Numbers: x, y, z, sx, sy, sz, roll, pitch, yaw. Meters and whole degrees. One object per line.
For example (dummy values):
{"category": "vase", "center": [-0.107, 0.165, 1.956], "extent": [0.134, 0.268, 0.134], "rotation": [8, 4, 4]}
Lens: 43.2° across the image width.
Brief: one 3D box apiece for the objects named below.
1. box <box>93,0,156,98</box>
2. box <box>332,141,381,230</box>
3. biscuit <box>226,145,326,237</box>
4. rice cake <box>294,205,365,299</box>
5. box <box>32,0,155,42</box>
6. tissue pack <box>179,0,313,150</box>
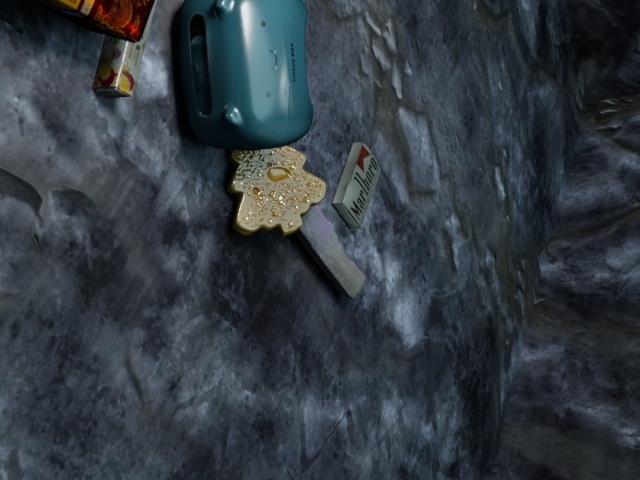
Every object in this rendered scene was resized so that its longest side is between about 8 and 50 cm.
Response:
{"category": "box", "center": [-0.300, -0.320, 1.251], "extent": [0.041, 0.050, 0.207], "rotation": [32, 65, -56]}
{"category": "box", "center": [0.087, -0.128, 1.906], "extent": [0.115, 0.036, 0.177], "rotation": [50, 51, -47]}
{"category": "biscuit", "center": [-0.100, -0.122, 1.541], "extent": [0.212, 0.041, 0.238], "rotation": [-25, 96, -27]}
{"category": "rice cake", "center": [0.000, 0.000, 1.738], "extent": [0.070, 0.064, 0.399], "rotation": [-50, 137, -15]}
{"category": "box", "center": [-0.357, -0.447, 1.021], "extent": [0.415, 0.116, 0.264], "rotation": [16, 95, -59]}
{"category": "tissue pack", "center": [-0.135, -0.298, 1.378], "extent": [0.206, 0.198, 0.287], "rotation": [-13, 104, -54]}
